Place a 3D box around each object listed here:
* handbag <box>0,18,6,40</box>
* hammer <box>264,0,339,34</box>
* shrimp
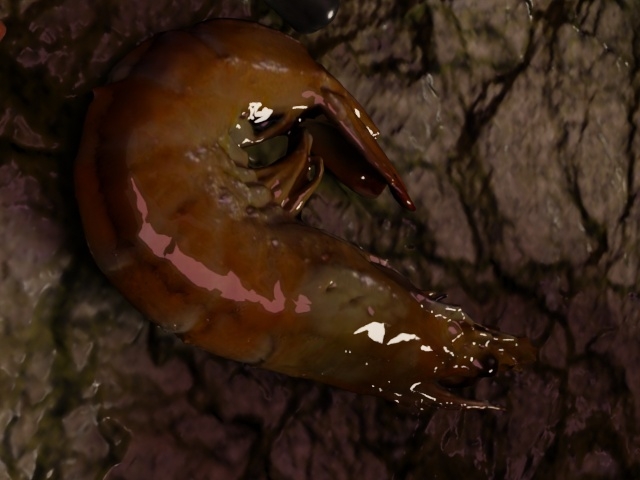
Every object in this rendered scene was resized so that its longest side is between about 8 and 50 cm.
[{"bbox_3d":[-0.208,-0.054,0.512,0.190,0.063,0.127,-51,121,-24],"label":"handbag"},{"bbox_3d":[-0.093,-0.162,0.608,0.288,0.033,0.111,29,46,-42],"label":"hammer"},{"bbox_3d":[0.000,0.000,0.688,0.249,0.068,0.150,36,63,-29],"label":"shrimp"}]
